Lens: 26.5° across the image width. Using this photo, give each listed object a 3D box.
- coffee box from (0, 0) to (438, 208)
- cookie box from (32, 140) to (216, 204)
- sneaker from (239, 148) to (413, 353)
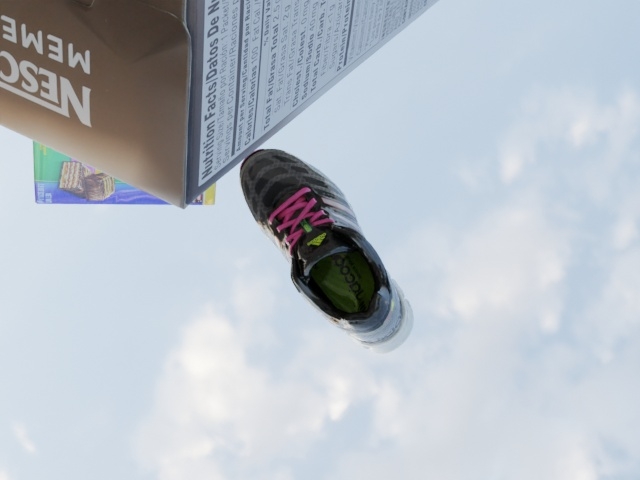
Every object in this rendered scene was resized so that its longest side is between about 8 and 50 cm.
[{"bbox_3d":[-0.034,-0.131,0.499,0.141,0.098,0.246,24,-139,22],"label":"coffee box"},{"bbox_3d":[-0.112,-0.067,0.787,0.107,0.092,0.040,0,-143,-9],"label":"cookie box"},{"bbox_3d":[0.000,0.000,0.916,0.063,0.075,0.170,-36,-105,3],"label":"sneaker"}]
